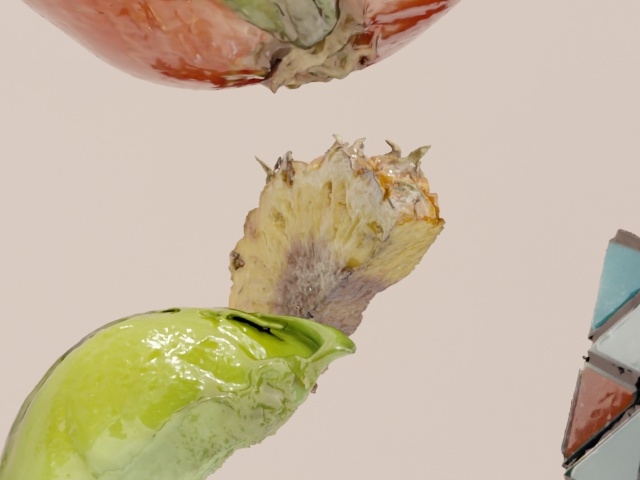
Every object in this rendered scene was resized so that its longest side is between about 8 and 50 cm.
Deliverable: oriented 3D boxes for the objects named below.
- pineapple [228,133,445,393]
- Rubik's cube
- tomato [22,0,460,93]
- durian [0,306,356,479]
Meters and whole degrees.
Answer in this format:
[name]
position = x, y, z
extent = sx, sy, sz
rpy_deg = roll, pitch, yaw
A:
[pineapple]
position = -0.001, 0.000, 1.160
extent = 0.080, 0.135, 0.233
rpy_deg = 1, -39, -39
[Rubik's cube]
position = 0.307, 0.118, 1.028
extent = 0.250, 0.234, 0.284
rpy_deg = 26, -119, -5
[tomato]
position = -0.035, -0.234, 0.811
extent = 0.322, 0.321, 0.321
rpy_deg = -10, -72, -32
[durian]
position = -0.104, 0.114, 1.037
extent = 0.250, 0.139, 0.101
rpy_deg = -33, -39, -23
